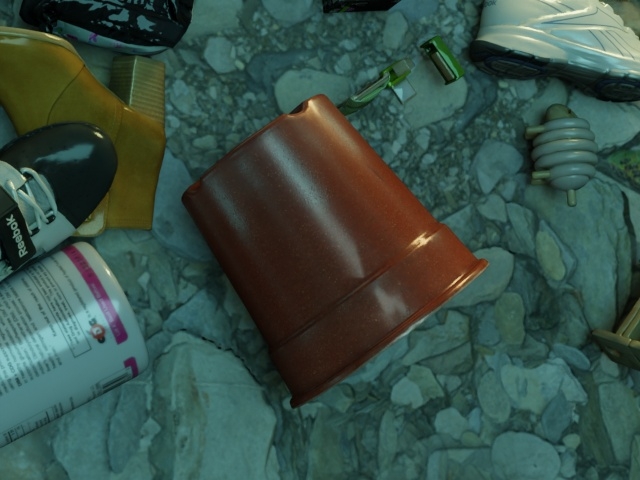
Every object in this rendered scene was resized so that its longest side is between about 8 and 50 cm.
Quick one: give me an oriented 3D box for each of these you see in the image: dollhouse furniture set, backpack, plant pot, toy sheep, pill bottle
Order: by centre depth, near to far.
[{"bbox_3d":[-0.340,0.130,1.526,0.283,0.160,0.160,-27,95,-18],"label":"pill bottle"},{"bbox_3d":[0.000,0.000,1.603,0.272,0.272,0.265,-36,89,-16],"label":"plant pot"},{"bbox_3d":[-0.230,-0.279,1.611,0.182,0.115,0.152,19,93,-16],"label":"backpack"},{"bbox_3d":[0.094,-0.179,1.726,0.151,0.076,0.059,-36,97,-17],"label":"dollhouse furniture set"},{"bbox_3d":[0.300,-0.105,1.782,0.091,0.091,0.132,-3,82,-18],"label":"toy sheep"},{"bbox_3d":[0.456,0.134,1.811,0.129,0.129,0.184,-52,126,-14],"label":"dollhouse furniture set"}]

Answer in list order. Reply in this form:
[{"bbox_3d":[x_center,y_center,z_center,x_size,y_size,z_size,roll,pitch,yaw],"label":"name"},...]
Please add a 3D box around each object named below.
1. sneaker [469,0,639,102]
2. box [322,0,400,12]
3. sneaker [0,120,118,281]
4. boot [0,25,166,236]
[{"bbox_3d":[0.334,-0.252,1.793,0.297,0.111,0.129,13,77,-17],"label":"sneaker"},{"bbox_3d":[0.049,-0.304,1.726,0.083,0.062,0.052,-6,87,-18],"label":"box"},{"bbox_3d":[-0.341,-0.002,1.467,0.330,0.146,0.122,-34,110,-9],"label":"sneaker"},{"bbox_3d":[-0.300,-0.112,1.564,0.295,0.104,0.211,8,88,-32],"label":"boot"}]
